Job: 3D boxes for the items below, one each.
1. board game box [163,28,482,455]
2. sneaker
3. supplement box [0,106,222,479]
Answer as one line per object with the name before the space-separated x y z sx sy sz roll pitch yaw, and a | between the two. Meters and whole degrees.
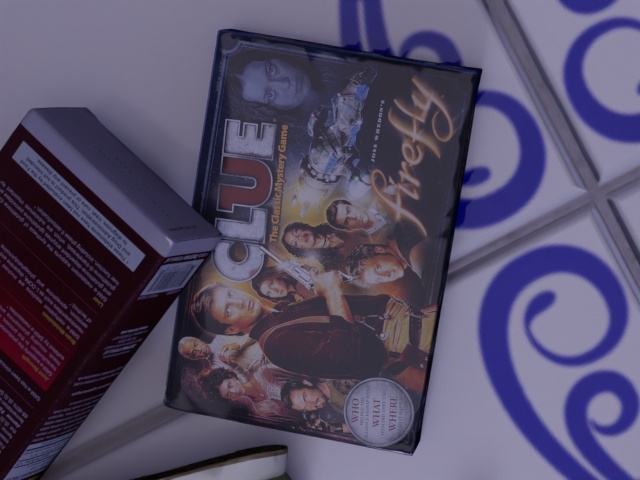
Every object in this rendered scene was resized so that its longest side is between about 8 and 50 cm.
board game box | 0.000 0.000 1.208 0.165 0.042 0.243 10 99 8
sneaker | -0.103 0.195 1.239 0.192 0.064 0.086 -15 90 8
supplement box | -0.186 0.048 1.209 0.130 0.073 0.239 43 108 14
